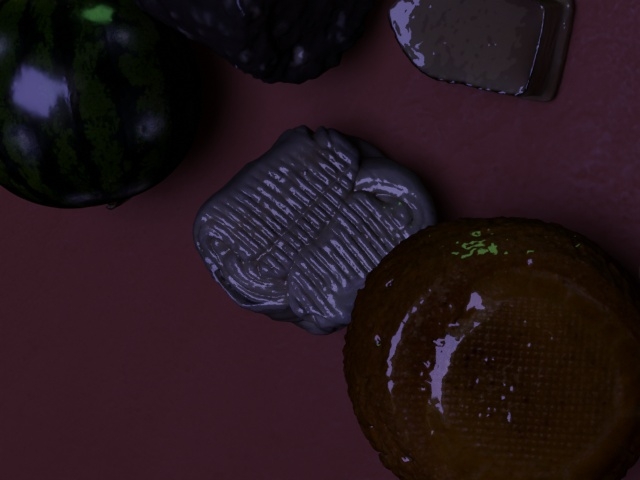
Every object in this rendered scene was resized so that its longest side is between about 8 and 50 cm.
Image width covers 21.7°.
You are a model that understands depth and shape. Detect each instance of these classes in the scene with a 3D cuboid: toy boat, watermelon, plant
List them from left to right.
[{"bbox_3d":[-0.257,-0.154,1.767,0.269,0.269,0.269,5,99,29],"label":"watermelon"},{"bbox_3d":[-0.092,-0.315,1.681,0.312,0.213,0.215,45,118,28],"label":"plant"},{"bbox_3d":[0.147,-0.207,1.642,0.188,0.061,0.116,18,106,27],"label":"toy boat"}]

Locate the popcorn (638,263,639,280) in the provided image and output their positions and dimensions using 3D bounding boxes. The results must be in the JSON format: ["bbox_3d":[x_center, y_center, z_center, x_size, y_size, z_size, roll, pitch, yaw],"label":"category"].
[{"bbox_3d":[0.427,-0.001,1.391,0.312,0.312,0.312,5,99,29],"label":"popcorn"}]

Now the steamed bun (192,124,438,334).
[{"bbox_3d":[0.002,0.001,1.712,0.211,0.144,0.218,41,83,14],"label":"steamed bun"}]

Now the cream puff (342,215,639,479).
[{"bbox_3d":[0.168,0.113,1.580,0.303,0.212,0.303,-1,99,-3],"label":"cream puff"}]
